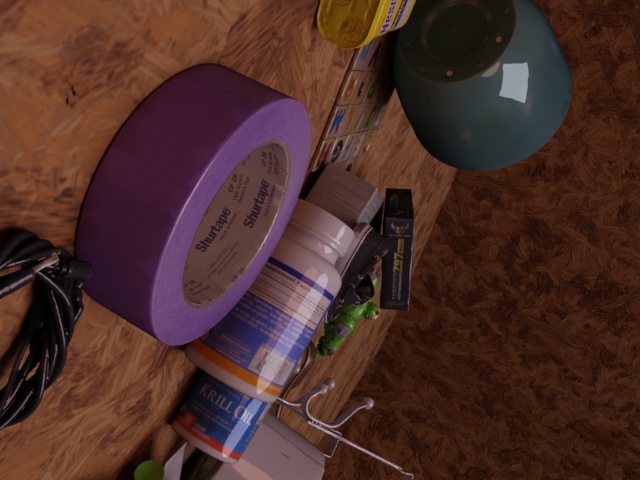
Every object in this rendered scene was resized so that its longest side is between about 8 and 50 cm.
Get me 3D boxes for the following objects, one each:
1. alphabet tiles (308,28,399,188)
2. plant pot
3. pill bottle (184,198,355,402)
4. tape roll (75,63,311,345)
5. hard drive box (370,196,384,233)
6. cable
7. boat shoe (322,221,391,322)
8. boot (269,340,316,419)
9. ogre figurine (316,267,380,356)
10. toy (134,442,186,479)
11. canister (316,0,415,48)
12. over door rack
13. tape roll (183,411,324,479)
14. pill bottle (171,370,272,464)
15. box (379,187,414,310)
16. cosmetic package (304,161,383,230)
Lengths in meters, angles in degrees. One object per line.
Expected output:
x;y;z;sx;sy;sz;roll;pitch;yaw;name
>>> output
0.077;-0.239;1.121;0.342;0.011;0.285;-67;165;21;alphabet tiles
0.254;-0.291;1.074;0.292;0.293;0.235;-62;151;-1;plant pot
-0.064;0.081;0.934;0.271;0.152;0.152;-60;166;-9;pill bottle
-0.116;-0.033;0.661;0.274;0.090;0.274;-55;164;-25;tape roll
0.033;0.025;1.302;0.232;0.089;0.181;-56;165;-20;hard drive box
-0.250;0.084;0.495;0.184;0.047;0.150;-60;166;-7;cable
0.056;0.068;1.060;0.080;0.076;0.228;-45;163;-49;boat shoe
-0.134;0.320;1.318;0.115;0.112;0.305;26;94;-49;boot
0.055;0.123;1.208;0.197;0.097;0.118;-41;178;-17;ogre figurine
-0.275;0.404;0.994;0.137;0.056;0.237;-45;163;-44;toy
0.071;-0.319;0.820;0.170;0.073;0.126;-44;158;-55;canister
0.016;0.324;1.198;0.108;0.240;0.324;-52;123;-19;over door rack
-0.131;0.438;1.175;0.246;0.169;0.246;-50;-173;8;tape roll
-0.131;0.233;1.045;0.221;0.124;0.124;-59;166;-14;pill bottle
0.151;0.010;1.277;0.232;0.059;0.183;-73;165;-71;box
0.000;0.000;1.088;0.237;0.107;0.127;-61;169;0;cosmetic package
